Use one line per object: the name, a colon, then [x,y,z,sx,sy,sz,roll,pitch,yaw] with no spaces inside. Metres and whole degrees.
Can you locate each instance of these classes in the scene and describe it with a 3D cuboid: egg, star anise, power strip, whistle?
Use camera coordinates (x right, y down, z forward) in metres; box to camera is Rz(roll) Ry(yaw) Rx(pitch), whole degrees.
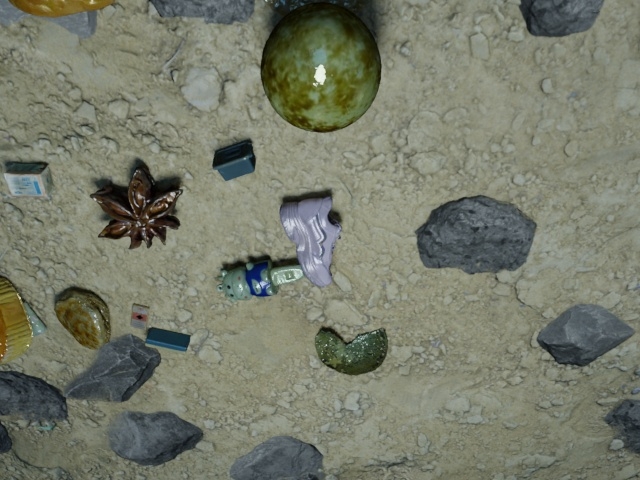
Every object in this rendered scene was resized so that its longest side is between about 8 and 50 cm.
egg: [-0.001,-0.337,1.063,0.239,0.289,0.237,-1,80,6]
star anise: [-0.450,-0.081,1.351,0.220,0.099,0.214,13,107,0]
power strip: [-0.447,0.294,1.595,0.123,0.056,0.032,14,122,-5]
whistle: [-0.162,0.106,1.447,0.245,0.092,0.110,-10,110,10]

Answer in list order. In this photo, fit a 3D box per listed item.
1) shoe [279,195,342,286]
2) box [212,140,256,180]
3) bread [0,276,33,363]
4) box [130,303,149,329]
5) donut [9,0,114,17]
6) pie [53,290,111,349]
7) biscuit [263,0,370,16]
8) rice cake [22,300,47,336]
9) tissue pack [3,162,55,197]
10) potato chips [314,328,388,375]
shoe: [0.000,0.000,1.375,0.138,0.095,0.244,-17,113,15]
box: [-0.199,-0.185,1.288,0.100,0.074,0.054,-16,133,12]
bread: [-0.916,0.223,1.489,0.179,0.133,0.249,-13,97,10]
box: [-0.523,0.222,1.580,0.046,0.012,0.083,16,122,-5]
donut: [-0.503,-0.575,1.016,0.317,0.150,0.299,31,118,-14]
pie: [-0.675,0.225,1.554,0.163,0.079,0.193,9,122,9]
biscuit: [-0.013,-0.529,1.086,0.266,0.040,0.188,8,122,-4]
rice cake: [-0.928,0.257,1.601,0.237,0.043,0.127,-21,119,12]
tissue pack: [-0.711,-0.146,1.338,0.095,0.058,0.074,3,124,1]
potato chips: [0.088,0.322,1.605,0.220,0.029,0.201,15,123,-9]
